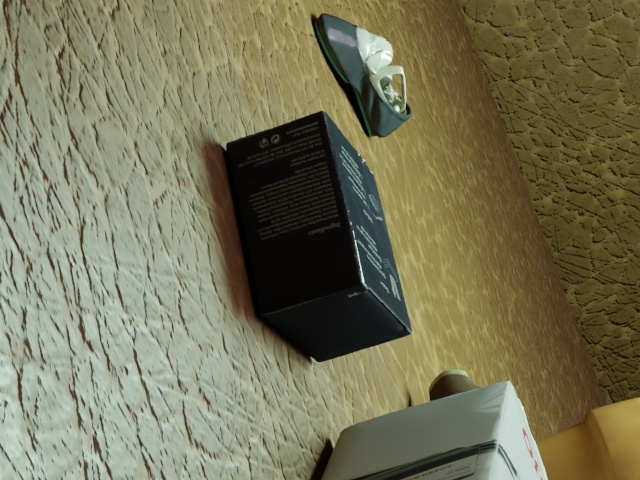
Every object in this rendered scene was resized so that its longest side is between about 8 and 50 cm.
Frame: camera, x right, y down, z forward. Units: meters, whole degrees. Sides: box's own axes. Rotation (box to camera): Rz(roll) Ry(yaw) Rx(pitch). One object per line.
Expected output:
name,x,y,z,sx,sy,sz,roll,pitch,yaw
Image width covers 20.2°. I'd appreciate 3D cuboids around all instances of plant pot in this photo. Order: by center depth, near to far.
plant pot,0.269,0.327,1.899,0.291,0.203,0.291,-11,90,-88

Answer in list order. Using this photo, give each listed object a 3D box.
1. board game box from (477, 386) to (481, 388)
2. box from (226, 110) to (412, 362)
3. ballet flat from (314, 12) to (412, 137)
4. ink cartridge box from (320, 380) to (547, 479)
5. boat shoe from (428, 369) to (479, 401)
board game box,0.197,0.269,2.152,0.126,0.026,0.186,12,62,-76
box,0.000,0.000,1.495,0.156,0.093,0.158,46,28,-65
ballet flat,0.058,-0.198,2.072,0.203,0.074,0.074,59,19,-47
ink cartridge box,0.103,0.312,1.353,0.395,0.166,0.286,-56,128,-73
boat shoe,0.139,0.185,1.890,0.257,0.095,0.095,66,4,-73
